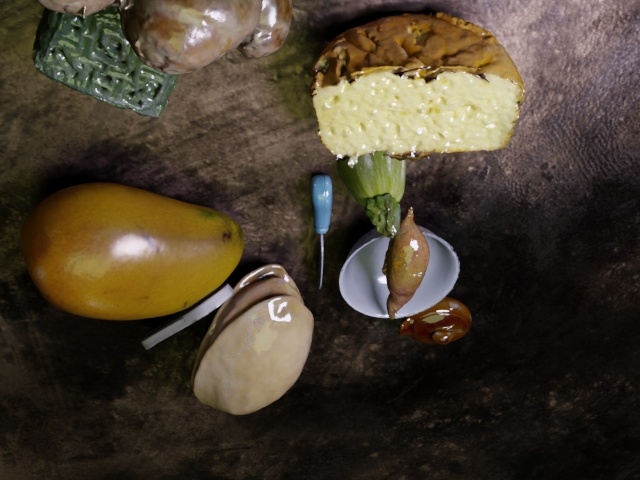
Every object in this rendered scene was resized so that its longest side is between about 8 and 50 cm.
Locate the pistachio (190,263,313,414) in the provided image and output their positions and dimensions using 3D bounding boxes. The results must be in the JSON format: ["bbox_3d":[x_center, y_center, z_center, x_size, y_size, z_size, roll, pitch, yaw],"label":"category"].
[{"bbox_3d":[-0.111,0.173,1.413,0.181,0.162,0.293,3,135,-32],"label":"pistachio"}]

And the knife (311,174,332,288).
[{"bbox_3d":[0.000,0.001,1.341,0.032,0.058,0.244,-4,133,-6],"label":"knife"}]

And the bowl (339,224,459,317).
[{"bbox_3d":[0.115,0.028,1.364,0.189,0.086,0.189,-5,134,-5],"label":"bowl"}]

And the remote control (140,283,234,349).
[{"bbox_3d":[-0.213,0.122,1.374,0.022,0.077,0.245,54,139,-5],"label":"remote control"}]

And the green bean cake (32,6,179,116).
[{"bbox_3d":[-0.240,-0.249,1.044,0.173,0.094,0.181,20,126,-24],"label":"green bean cake"}]

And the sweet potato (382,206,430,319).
[{"bbox_3d":[0.123,0.054,1.287,0.068,0.068,0.226,-2,133,-6],"label":"sweet potato"}]

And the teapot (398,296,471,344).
[{"bbox_3d":[0.196,0.145,1.490,0.129,0.078,0.098,2,133,-9],"label":"teapot"}]

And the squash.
[{"bbox_3d":[0.082,-0.070,1.233,0.105,0.132,0.105,-5,136,-5],"label":"squash"}]

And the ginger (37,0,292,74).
[{"bbox_3d":[-0.163,-0.284,0.905,0.304,0.245,0.155,42,136,-23],"label":"ginger"}]

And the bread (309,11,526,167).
[{"bbox_3d":[0.119,-0.202,1.112,0.260,0.147,0.160,-5,143,6],"label":"bread"}]

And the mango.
[{"bbox_3d":[-0.265,0.018,1.250,0.317,0.173,0.211,3,131,-27],"label":"mango"}]
